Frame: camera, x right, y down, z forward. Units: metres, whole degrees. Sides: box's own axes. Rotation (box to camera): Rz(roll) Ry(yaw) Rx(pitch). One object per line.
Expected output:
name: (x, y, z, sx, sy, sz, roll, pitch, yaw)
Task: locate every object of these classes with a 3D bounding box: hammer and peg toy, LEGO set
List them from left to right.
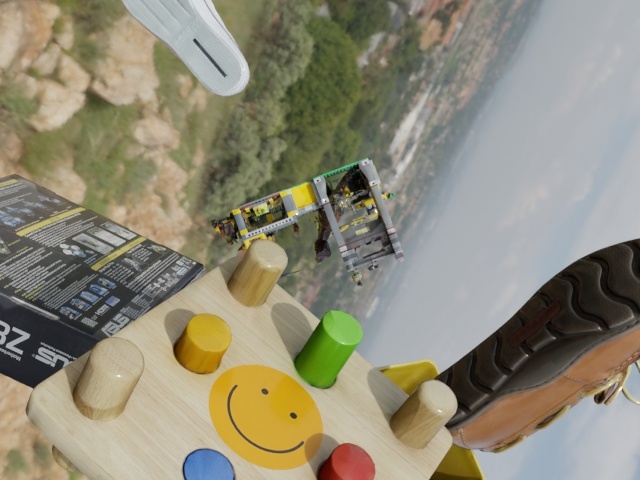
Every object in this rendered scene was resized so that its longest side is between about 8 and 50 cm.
hammer and peg toy: (-0.007, 0.176, 0.618, 0.266, 0.361, 0.127, -35, 161, -51)
LEGO set: (0.000, 0.000, 1.424, 0.331, 0.192, 0.255, -20, 178, -8)

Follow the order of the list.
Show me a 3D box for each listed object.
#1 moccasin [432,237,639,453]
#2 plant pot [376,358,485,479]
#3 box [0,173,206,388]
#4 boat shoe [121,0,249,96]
moccasin: (0.308, 0.135, 0.988, 0.380, 0.147, 0.139, -45, -146, 17)
plant pot: (0.086, 0.327, 1.279, 0.212, 0.212, 0.187, -3, 151, -38)
box: (-0.339, 0.042, 1.030, 0.097, 0.318, 0.395, -63, -178, 12)
boat shoe: (-0.167, -0.263, 0.978, 0.083, 0.226, 0.076, -33, -173, 9)
